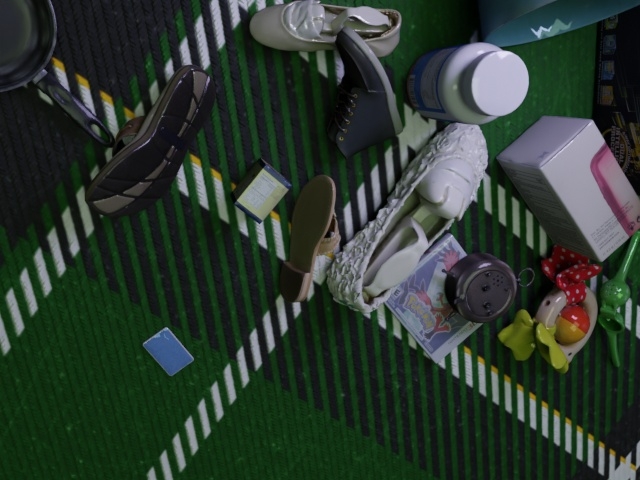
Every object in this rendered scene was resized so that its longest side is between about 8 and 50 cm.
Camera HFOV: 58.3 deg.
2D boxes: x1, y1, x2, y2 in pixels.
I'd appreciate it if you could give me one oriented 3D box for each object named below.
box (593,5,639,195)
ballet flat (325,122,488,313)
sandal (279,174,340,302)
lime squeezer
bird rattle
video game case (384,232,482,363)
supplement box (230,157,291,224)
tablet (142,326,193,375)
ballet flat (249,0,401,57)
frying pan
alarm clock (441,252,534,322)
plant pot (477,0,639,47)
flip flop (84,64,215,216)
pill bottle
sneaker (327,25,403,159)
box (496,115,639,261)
[{"bbox_3d":[0.591,-0.264,0.950,0.097,0.318,0.396,-8,107,-11],"label":"box"},{"bbox_3d":[0.176,-0.029,1.014,0.147,0.147,0.409,37,93,-20],"label":"ballet flat"},{"bbox_3d":[-0.004,-0.003,1.021,0.079,0.088,0.240,-2,116,-45],"label":"sandal"},{"bbox_3d":[0.617,0.137,1.205,0.058,0.110,0.311,9,108,30],"label":"lime squeezer"},{"bbox_3d":[0.485,0.145,1.165,0.207,0.143,0.254,36,77,-35],"label":"bird rattle"},{"bbox_3d":[0.239,0.117,1.126,0.183,0.023,0.201,-41,110,0],"label":"video game case"},{"bbox_3d":[-0.101,-0.084,0.956,0.056,0.083,0.083,39,94,-20],"label":"supplement box"},{"bbox_3d":[-0.274,0.201,1.035,0.054,0.006,0.083,-35,111,-2],"label":"tablet"},{"bbox_3d":[0.015,-0.345,0.911,0.248,0.086,0.086,-1,105,-15],"label":"ballet flat"},{"bbox_3d":[-0.428,-0.289,0.839,0.326,0.053,0.198,22,91,-38],"label":"frying pan"},{"bbox_3d":[0.327,0.088,1.097,0.191,0.064,0.130,-13,108,-13],"label":"alarm clock"},{"bbox_3d":[0.368,-0.461,0.870,0.292,0.293,0.235,-14,94,-9],"label":"plant pot"},{"bbox_3d":[-0.268,-0.158,0.898,0.277,0.080,0.112,-60,148,-7],"label":"flip flop"},{"bbox_3d":[0.232,-0.249,0.918,0.124,0.221,0.125,-4,106,-13],"label":"pill bottle"},{"bbox_3d":[0.050,-0.225,0.924,0.118,0.083,0.222,-33,135,1],"label":"sneaker"},{"bbox_3d":[0.460,-0.098,1.054,0.126,0.148,0.232,-41,111,0],"label":"box"}]
